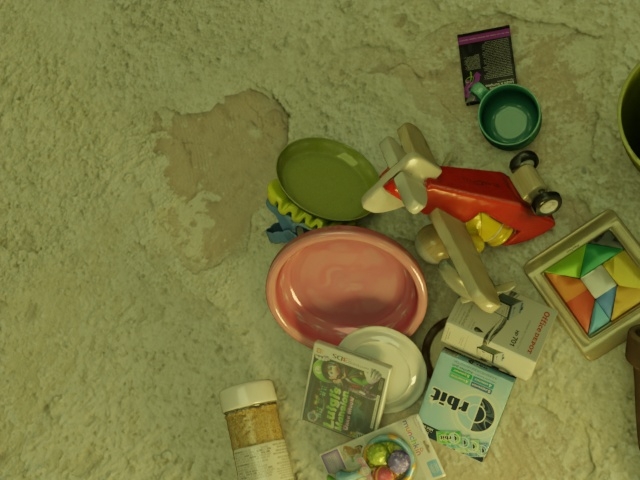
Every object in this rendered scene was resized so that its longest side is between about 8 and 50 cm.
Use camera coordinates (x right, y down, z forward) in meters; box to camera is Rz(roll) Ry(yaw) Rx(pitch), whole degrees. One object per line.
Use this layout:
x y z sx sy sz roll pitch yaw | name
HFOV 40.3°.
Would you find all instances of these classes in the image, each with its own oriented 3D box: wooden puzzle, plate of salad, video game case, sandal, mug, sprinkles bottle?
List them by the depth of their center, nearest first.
0.564 0.087 1.754 0.221 0.044 0.239 -34 73 7 | wooden puzzle
0.052 0.320 1.825 0.173 0.022 0.191 17 112 18 | video game case
0.126 0.269 1.826 0.199 0.048 0.200 5 107 15 | plate of salad
-0.120 0.477 1.832 0.121 0.121 0.356 -17 76 12 | sprinkles bottle
0.397 -0.267 1.836 0.129 0.097 0.158 -15 80 15 | mug
0.000 0.000 1.905 0.317 0.126 0.138 38 126 13 | sandal

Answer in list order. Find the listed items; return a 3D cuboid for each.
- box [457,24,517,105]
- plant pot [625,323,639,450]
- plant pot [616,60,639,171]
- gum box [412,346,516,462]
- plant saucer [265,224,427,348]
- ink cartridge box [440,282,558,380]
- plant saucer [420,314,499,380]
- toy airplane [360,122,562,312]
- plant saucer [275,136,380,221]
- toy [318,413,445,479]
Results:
0.366 -0.382 1.906 0.116 0.029 0.162 -7 77 15 | box
0.678 0.295 1.598 0.262 0.263 0.230 11 102 17 | plant pot
0.692 -0.198 1.640 0.274 0.293 0.275 -3 79 15 | plant pot
0.289 0.331 1.759 0.156 0.041 0.185 23 106 18 | gum box
0.055 0.095 1.795 0.331 0.332 0.084 -8 35 14 | plant saucer
0.358 0.172 1.744 0.190 0.082 0.140 23 56 15 | ink cartridge box
0.293 0.237 1.810 0.168 0.029 0.169 -3 79 14 | plant saucer
0.247 -0.054 1.723 0.384 0.386 0.272 35 132 9 | toy airplane
0.014 -0.126 1.891 0.240 0.037 0.241 11 48 -12 | plant saucer
0.118 0.465 1.784 0.237 0.056 0.137 -27 83 20 | toy
